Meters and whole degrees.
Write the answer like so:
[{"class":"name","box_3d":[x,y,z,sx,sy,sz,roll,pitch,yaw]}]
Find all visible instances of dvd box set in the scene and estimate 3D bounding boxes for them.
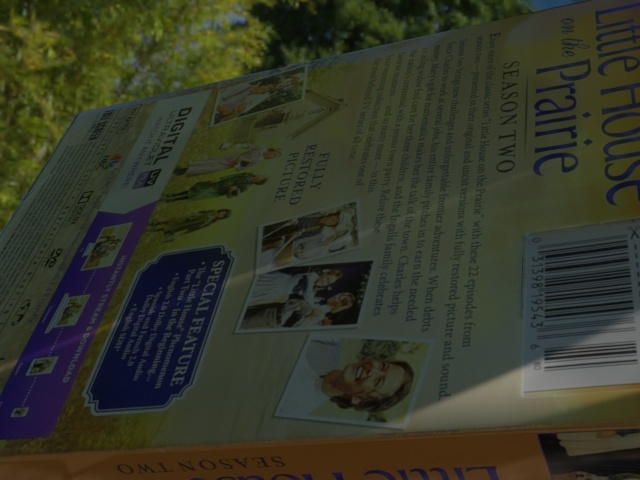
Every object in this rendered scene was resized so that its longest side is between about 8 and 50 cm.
[{"class":"dvd box set","box_3d":[0.000,0.000,0.490,0.421,0.307,0.062,-9,-49,21]}]

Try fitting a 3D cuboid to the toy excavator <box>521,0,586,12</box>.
[{"class":"toy excavator","box_3d":[0.167,-0.282,0.719,0.445,0.222,0.433,22,25,-15]}]
